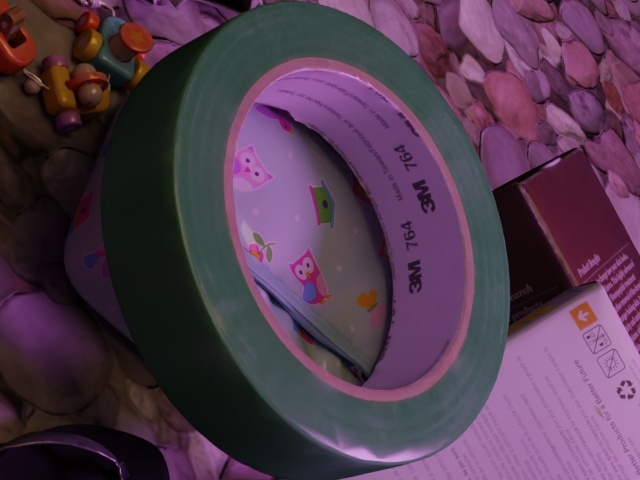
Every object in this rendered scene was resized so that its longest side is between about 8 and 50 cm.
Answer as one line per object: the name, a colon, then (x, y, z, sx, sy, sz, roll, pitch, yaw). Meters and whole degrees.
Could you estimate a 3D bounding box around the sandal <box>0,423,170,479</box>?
sandal: (-0.181, 0.156, 0.964, 0.254, 0.054, 0.097, 6, 63, -49)

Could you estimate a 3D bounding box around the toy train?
toy train: (-0.184, -0.150, 1.172, 0.125, 0.046, 0.166, 59, 36, -5)

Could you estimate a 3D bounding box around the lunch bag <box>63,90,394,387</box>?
lunch bag: (-0.045, 0.019, 1.173, 0.279, 0.108, 0.224, 40, 44, -27)

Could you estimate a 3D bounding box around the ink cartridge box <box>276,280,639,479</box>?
ink cartridge box: (0.161, 0.237, 1.246, 0.307, 0.072, 0.303, -29, 91, -13)

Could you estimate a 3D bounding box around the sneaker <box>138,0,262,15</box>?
sneaker: (-0.130, -0.240, 1.246, 0.281, 0.105, 0.115, 1, 66, -51)

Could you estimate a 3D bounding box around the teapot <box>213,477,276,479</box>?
teapot: (-0.075, 0.247, 0.938, 0.252, 0.187, 0.256, -35, 117, -29)

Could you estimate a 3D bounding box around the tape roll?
tape roll: (0.000, 0.000, 1.089, 0.321, 0.077, 0.321, 21, 59, -40)

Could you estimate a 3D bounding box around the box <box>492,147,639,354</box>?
box: (0.241, 0.123, 1.421, 0.381, 0.143, 0.191, 64, 28, 0)
